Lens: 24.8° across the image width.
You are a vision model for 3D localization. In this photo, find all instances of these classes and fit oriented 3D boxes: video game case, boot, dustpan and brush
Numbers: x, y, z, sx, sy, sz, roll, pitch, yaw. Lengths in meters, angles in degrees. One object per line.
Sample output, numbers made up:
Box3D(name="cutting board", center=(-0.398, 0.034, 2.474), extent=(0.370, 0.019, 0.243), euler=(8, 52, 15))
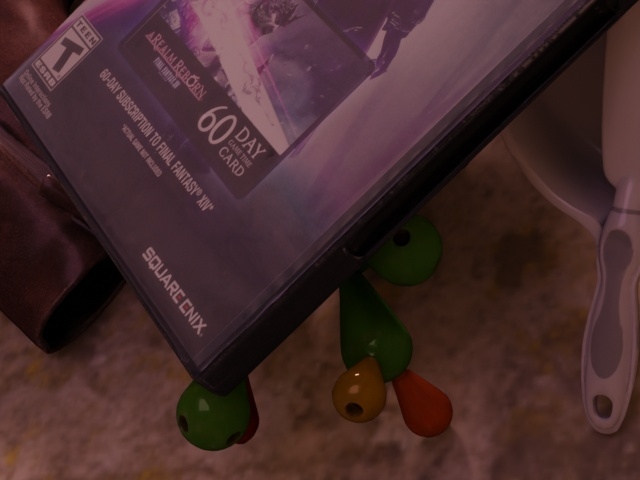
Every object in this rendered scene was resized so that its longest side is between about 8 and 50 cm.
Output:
Box3D(name="video game case", center=(0.009, -0.098, 0.574), extent=(0.274, 0.026, 0.196), euler=(-44, 52, 6))
Box3D(name="boot", center=(-0.138, -0.076, 0.778), extent=(0.207, 0.090, 0.248), euler=(29, 71, 26))
Box3D(name="dustpan and brush", center=(0.122, -0.032, 0.556), extent=(0.147, 0.211, 0.060), euler=(9, 19, 27))

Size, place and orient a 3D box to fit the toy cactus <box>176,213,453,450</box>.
Box3D(name="toy cactus", center=(0.000, 0.000, 0.635), extent=(0.180, 0.112, 0.219), euler=(6, 62, 53))
